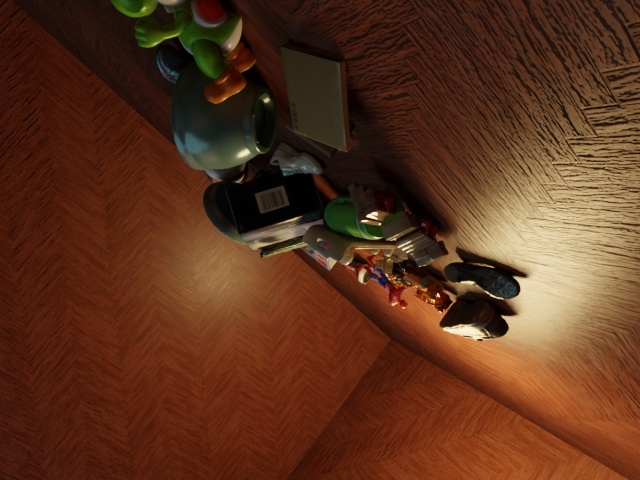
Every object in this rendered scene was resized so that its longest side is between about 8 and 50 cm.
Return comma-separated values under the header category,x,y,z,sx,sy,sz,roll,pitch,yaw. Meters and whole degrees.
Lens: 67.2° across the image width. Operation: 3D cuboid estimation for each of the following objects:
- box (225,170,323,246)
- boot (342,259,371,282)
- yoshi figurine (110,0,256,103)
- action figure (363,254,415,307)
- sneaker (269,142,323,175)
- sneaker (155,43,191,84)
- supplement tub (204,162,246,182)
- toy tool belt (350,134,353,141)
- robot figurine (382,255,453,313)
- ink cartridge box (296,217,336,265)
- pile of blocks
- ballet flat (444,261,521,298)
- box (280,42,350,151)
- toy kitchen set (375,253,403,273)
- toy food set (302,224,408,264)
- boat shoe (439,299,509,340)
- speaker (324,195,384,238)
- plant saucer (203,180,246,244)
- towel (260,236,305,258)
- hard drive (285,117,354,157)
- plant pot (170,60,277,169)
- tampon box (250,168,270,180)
category,x,y,z,sx,sy,sz,roll,pitch,yaw
box,-0.148,-0.105,1.723,0.294,0.296,0.183,84,169,-78
boot,0.167,0.129,2.386,0.176,0.088,0.244,38,174,12
yoshi figurine,-0.318,-0.483,1.057,0.203,0.203,0.362,38,170,49
action figure,0.305,0.172,1.993,0.280,0.139,0.091,-122,34,-44
sneaker,-0.081,-0.241,1.560,0.212,0.094,0.080,31,166,40
sneaker,-0.394,-0.520,1.521,0.125,0.104,0.262,5,153,43
supplement tub,-0.410,-0.334,2.069,0.191,0.191,0.272,39,171,1
toy tool belt,0.044,-0.243,1.209,0.052,0.051,0.083,44,169,-28
robot figurine,0.347,0.151,1.801,0.291,0.085,0.211,30,166,42
ink cartridge box,-0.073,-0.053,2.253,0.395,0.151,0.270,39,171,11
pile of blocks,0.233,-0.059,1.283,0.112,0.149,0.362,-29,132,33
ballet flat,0.444,0.100,1.317,0.250,0.058,0.084,11,116,59
box,-0.008,-0.298,1.015,0.164,0.021,0.201,29,144,33
toy kitchen set,0.246,0.089,1.738,0.068,0.083,0.075,-6,-159,-28
toy food set,0.122,0.022,1.663,0.306,0.092,0.220,2,-163,-37
boat shoe,0.522,0.292,1.664,0.130,0.132,0.355,39,172,0
speaker,0.115,-0.076,1.499,0.131,0.131,0.296,43,170,-20
plant saucer,-0.320,-0.123,1.941,0.317,0.317,0.044,41,126,-9
towel,-0.060,0.007,1.940,0.271,0.370,0.040,145,108,-81
hard drive,-0.001,-0.267,1.136,0.135,0.094,0.022,36,175,15
plant pot,-0.236,-0.328,1.302,0.196,0.293,0.293,8,161,15
tampon box,-0.231,-0.219,2.142,0.161,0.120,0.101,33,168,35
